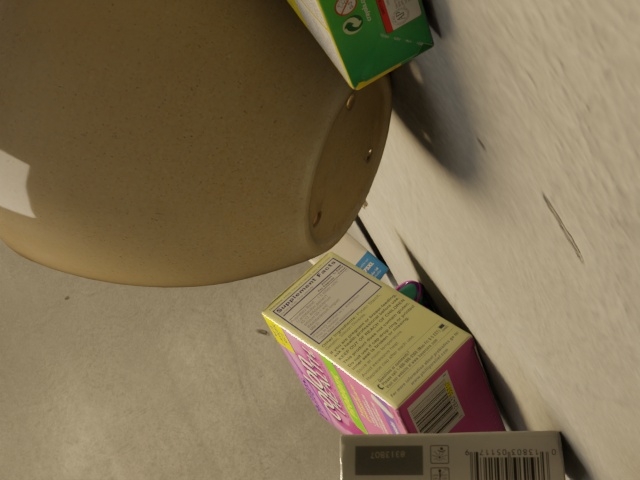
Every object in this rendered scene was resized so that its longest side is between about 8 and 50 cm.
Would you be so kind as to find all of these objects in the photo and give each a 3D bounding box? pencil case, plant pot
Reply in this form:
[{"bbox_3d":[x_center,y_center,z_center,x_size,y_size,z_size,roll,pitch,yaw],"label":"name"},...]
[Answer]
[{"bbox_3d":[0.130,0.128,1.222,0.152,0.064,0.070,60,-166,-25],"label":"pencil case"},{"bbox_3d":[-0.063,-0.083,0.651,0.191,0.284,0.284,22,165,18],"label":"plant pot"}]

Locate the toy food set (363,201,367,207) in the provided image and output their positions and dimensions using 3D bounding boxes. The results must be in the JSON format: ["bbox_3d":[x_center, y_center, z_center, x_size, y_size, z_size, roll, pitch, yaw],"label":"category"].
[{"bbox_3d":[0.013,-0.094,1.376,0.132,0.038,0.192,60,179,-6],"label":"toy food set"}]

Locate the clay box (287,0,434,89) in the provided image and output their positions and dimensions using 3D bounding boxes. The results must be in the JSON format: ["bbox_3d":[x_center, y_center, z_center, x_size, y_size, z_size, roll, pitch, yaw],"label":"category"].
[{"bbox_3d":[-0.025,-0.192,0.491,0.222,0.053,0.127,61,179,38],"label":"clay box"}]

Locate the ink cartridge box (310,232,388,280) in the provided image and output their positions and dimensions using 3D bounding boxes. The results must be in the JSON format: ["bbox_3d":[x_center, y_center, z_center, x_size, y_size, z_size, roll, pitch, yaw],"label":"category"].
[{"bbox_3d":[0.000,0.000,1.604,0.231,0.078,0.134,41,178,0],"label":"ink cartridge box"}]

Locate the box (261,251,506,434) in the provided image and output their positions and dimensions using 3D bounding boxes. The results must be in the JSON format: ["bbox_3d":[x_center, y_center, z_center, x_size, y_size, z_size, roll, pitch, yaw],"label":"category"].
[{"bbox_3d":[0.078,0.163,1.119,0.243,0.117,0.213,31,155,45],"label":"box"}]

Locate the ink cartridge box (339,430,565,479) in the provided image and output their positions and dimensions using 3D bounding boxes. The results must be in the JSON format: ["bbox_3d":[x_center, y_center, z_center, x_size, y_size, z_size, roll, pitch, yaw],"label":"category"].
[{"bbox_3d":[0.127,0.223,0.898,0.232,0.189,0.066,67,-159,-63],"label":"ink cartridge box"}]
